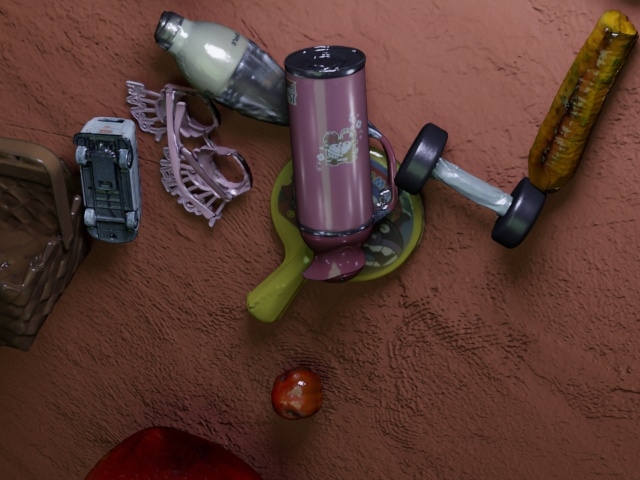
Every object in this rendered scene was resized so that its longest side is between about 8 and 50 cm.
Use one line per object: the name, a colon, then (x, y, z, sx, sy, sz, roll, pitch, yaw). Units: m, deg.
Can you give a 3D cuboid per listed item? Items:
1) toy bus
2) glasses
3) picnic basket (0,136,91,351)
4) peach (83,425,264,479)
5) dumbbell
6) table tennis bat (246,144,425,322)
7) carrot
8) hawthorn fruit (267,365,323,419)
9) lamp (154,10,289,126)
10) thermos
toy bus: (-0.310, -0.092, 2.031, 0.087, 0.089, 0.194, 4, 126, 7)
glasses: (-0.203, -0.118, 1.975, 0.162, 0.095, 0.255, 2, 125, 43)
picnic basket: (-0.490, -0.028, 2.016, 0.254, 0.291, 0.321, 13, 136, 11)
peach: (-0.246, 0.496, 2.263, 0.388, 0.388, 0.388, 10, 127, 14)
dumbbell: (0.203, -0.073, 1.848, 0.191, 0.100, 0.100, 30, 129, -1)
table tennis bat: (0.000, 0.000, 2.008, 0.224, 0.054, 0.369, 39, 124, -6)
carrot: (0.335, -0.174, 1.750, 0.070, 0.070, 0.260, 24, 127, 3)
hawthorn fruit: (-0.041, 0.243, 2.169, 0.093, 0.093, 0.093, 10, 127, 14)
lamp: (-0.118, -0.230, 1.862, 0.250, 0.101, 0.101, 30, 130, -18)
thermos: (0.026, -0.097, 1.875, 0.109, 0.136, 0.330, 19, 124, 40)
